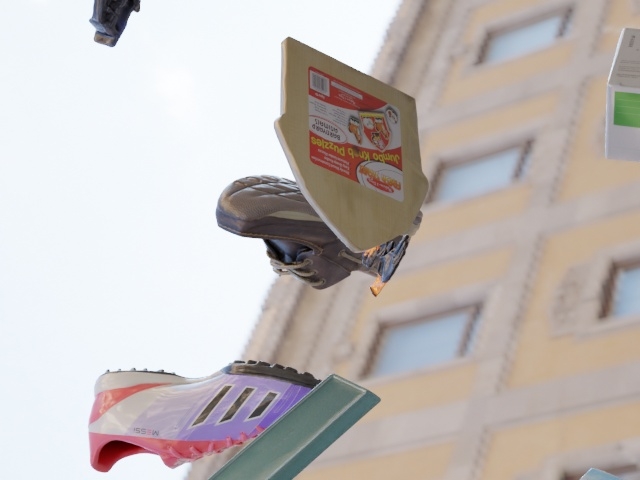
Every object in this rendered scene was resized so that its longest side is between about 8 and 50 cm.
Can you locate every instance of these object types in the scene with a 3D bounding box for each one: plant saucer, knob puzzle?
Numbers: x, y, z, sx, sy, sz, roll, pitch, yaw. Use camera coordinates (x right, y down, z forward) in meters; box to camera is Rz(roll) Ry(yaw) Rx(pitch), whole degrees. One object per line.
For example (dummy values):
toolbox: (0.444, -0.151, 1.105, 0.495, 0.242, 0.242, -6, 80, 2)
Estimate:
plant saucer: (-0.031, 0.192, 1.598, 0.192, 0.067, 0.018, -38, -51, -27)
knob puzzle: (0.025, -0.075, 1.587, 0.213, 0.030, 0.213, 24, -126, -37)

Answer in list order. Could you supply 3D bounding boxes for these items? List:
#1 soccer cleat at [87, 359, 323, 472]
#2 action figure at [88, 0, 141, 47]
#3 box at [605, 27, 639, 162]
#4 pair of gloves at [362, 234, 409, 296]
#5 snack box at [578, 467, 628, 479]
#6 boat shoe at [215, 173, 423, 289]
soccer cleat: (-0.126, 0.207, 1.929, 0.108, 0.318, 0.116, 44, -132, -52)
action figure: (-0.098, -0.331, 1.606, 0.341, 0.179, 0.330, -65, -19, -6)
box: (0.318, -0.130, 1.552, 0.102, 0.101, 0.087, -65, -24, -47)
pair of gloves: (0.065, 0.009, 1.719, 0.010, 0.074, 0.083, 21, -153, -23)
snack box: (0.189, 0.377, 1.516, 0.322, 0.060, 0.187, -41, -52, -28)
boat shoe: (0.000, 0.000, 2.175, 0.355, 0.132, 0.130, 5, -74, -48)
